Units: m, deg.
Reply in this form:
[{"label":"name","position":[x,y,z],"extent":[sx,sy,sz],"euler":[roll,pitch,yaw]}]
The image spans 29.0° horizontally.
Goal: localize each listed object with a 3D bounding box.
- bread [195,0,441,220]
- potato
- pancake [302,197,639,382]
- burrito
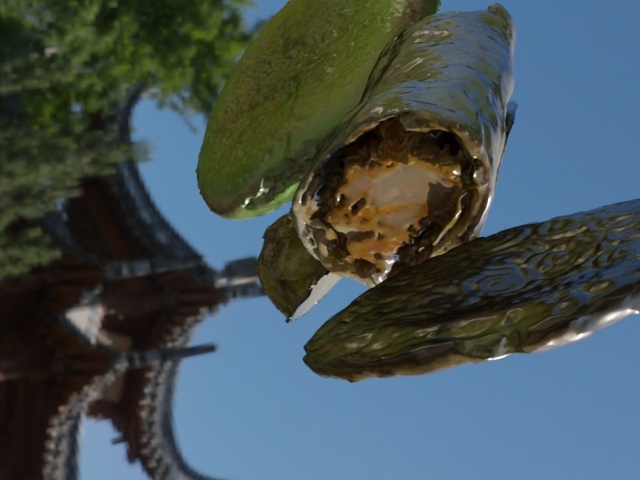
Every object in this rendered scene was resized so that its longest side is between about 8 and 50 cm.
[{"label":"bread","position":[-0.011,-0.151,1.100],"extent":[0.301,0.045,0.301],"euler":[-36,-147,27]},{"label":"potato","position":[0.000,0.000,1.235],"extent":[0.081,0.200,0.164],"euler":[43,-66,8]},{"label":"pancake","position":[0.086,0.018,0.546],"extent":[0.199,0.199,0.021],"euler":[-3,-71,61]},{"label":"burrito","position":[0.063,-0.065,0.784],"extent":[0.143,0.105,0.299],"euler":[-59,-179,26]}]
